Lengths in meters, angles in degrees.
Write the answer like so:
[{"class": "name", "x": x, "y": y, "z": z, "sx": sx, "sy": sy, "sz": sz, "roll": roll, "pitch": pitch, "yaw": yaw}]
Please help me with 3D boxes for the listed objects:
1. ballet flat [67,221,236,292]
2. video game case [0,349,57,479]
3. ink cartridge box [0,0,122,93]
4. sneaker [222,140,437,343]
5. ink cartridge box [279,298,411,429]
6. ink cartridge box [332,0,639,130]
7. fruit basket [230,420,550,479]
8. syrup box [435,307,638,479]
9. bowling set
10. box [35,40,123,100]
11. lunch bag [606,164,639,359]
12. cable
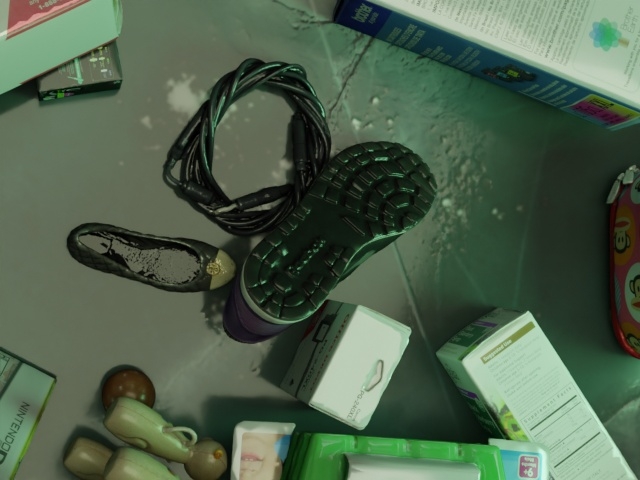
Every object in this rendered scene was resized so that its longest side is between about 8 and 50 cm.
[{"class": "ballet flat", "x": -0.169, "y": 0.020, "z": 1.235, "sx": 0.173, "sy": 0.049, "sz": 0.057, "roll": 10, "pitch": 88, "yaw": -13}, {"class": "video game case", "x": -0.391, "y": 0.138, "z": 1.093, "sx": 0.275, "sy": 0.248, "sz": 0.035, "roll": 30, "pitch": 115, "yaw": -11}, {"class": "ink cartridge box", "x": -0.340, "y": -0.284, "z": 1.133, "sx": 0.207, "sy": 0.117, "sz": 0.283, "roll": -28, "pitch": 80, "yaw": -12}, {"class": "sneaker", "x": 0.000, "y": 0.000, "z": 1.257, "sx": 0.107, "sy": 0.124, "sz": 0.283, "roll": 49, "pitch": 55, "yaw": 4}, {"class": "ink cartridge box", "x": 0.022, "y": 0.120, "z": 1.225, "sx": 0.063, "sy": 0.150, "sz": 0.109, "roll": 28, "pitch": 83, "yaw": -11}, {"class": "ink cartridge box", "x": 0.185, "y": -0.311, "z": 1.257, "sx": 0.395, "sy": 0.151, "sz": 0.270, "roll": 21, "pitch": 85, "yaw": -6}, {"class": "fruit basket", "x": 0.065, "y": 0.357, "z": 1.160, "sx": 0.327, "sy": 0.165, "sz": 0.353, "roll": 7, "pitch": 75, "yaw": -11}, {"class": "syrup box", "x": 0.231, "y": 0.192, "z": 1.302, "sx": 0.096, "sy": 0.093, "sz": 0.237, "roll": -35, "pitch": 97, "yaw": -10}, {"class": "bowling set", "x": -0.156, "y": 0.224, "z": 1.177, "sx": 0.154, "sy": 0.287, "sz": 0.200, "roll": 32, "pitch": 49, "yaw": -17}, {"class": "box", "x": -0.242, "y": -0.173, "z": 1.214, "sx": 0.083, "sy": 0.062, "sz": 0.052, "roll": -11, "pitch": 91, "yaw": -13}, {"class": "lunch bag", "x": 0.465, "y": 0.005, "z": 1.344, "sx": 0.293, "sy": 0.120, "sz": 0.258, "roll": -2, "pitch": 89, "yaw": -12}, {"class": "cable", "x": -0.060, "y": -0.099, "z": 1.263, "sx": 0.150, "sy": 0.047, "sz": 0.184, "roll": 36, "pitch": 81, "yaw": -10}]
